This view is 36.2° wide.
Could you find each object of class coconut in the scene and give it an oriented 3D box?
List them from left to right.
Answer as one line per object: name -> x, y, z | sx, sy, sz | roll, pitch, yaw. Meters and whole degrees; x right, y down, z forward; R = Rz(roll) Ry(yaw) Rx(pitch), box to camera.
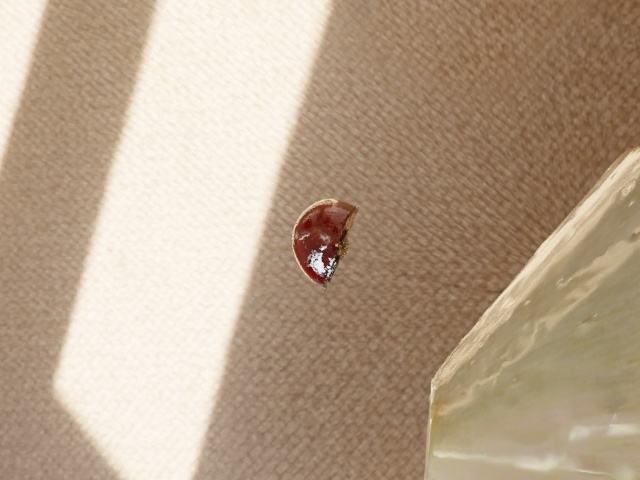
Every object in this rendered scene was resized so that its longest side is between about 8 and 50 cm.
coconut -> 0.220, 0.108, 0.508 | 0.352, 0.352, 0.352 | -1, 88, 15

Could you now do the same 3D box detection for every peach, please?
peach -> 0.000, 0.000, 1.009 | 0.061, 0.098, 0.098 | 21, 93, 5
